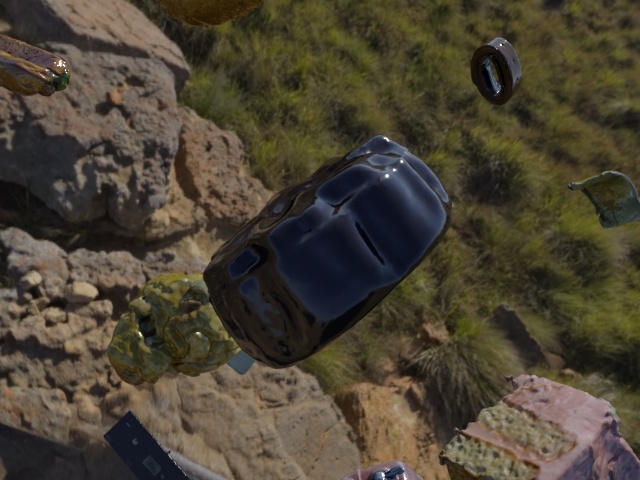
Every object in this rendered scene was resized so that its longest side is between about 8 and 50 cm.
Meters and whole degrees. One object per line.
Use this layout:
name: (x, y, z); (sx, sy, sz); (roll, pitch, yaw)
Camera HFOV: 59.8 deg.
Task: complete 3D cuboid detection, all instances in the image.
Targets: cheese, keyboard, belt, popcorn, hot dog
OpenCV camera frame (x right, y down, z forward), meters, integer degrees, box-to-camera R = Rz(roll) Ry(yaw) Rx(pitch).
cheese: (0.356, -0.053, 0.687); (0.084, 0.060, 0.041); (50, 48, -12)
keyboard: (-0.430, 0.582, 1.443); (0.317, 0.027, 0.106); (39, 70, 22)
belt: (0.234, -0.225, 0.742); (0.036, 0.059, 0.083); (-41, 117, -32)
popcorn: (-0.318, 0.186, 1.254); (0.332, 0.225, 0.265); (-27, 50, -27)
hot dog: (-0.235, -0.131, 0.423); (0.122, 0.037, 0.049); (25, 33, 32)

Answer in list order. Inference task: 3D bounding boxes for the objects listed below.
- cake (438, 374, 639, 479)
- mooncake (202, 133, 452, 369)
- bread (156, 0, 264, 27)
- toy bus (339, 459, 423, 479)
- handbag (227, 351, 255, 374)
cake: (0.478, 0.502, 1.159); (0.307, 0.293, 0.314); (-33, 107, -25)
mooncake: (0.000, 0.000, 0.608); (0.141, 0.283, 0.283); (49, 53, -10)
bread: (-0.165, -0.444, 0.837); (0.240, 0.240, 0.139); (25, 19, -1)
toy bus: (0.162, 0.749, 1.589); (0.294, 0.231, 0.197); (-24, 32, 8)
handbag: (-0.214, 0.203, 1.727); (0.237, 0.160, 0.358); (39, 97, 1)
